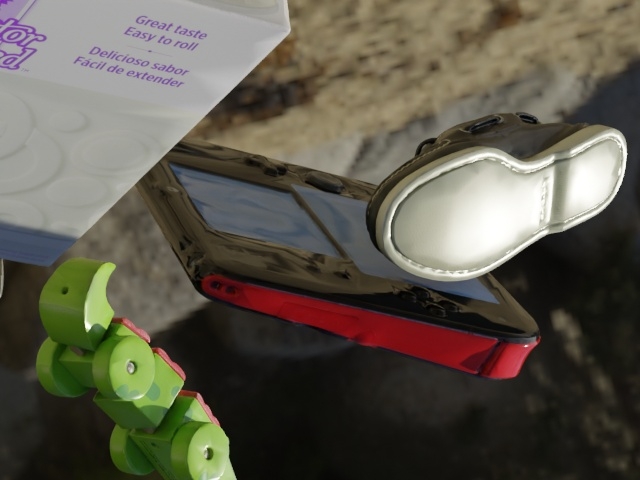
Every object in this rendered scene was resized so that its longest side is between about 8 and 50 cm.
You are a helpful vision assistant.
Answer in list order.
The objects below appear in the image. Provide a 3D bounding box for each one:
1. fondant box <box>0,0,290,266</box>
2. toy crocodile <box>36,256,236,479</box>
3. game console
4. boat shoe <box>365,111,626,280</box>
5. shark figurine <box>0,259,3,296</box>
[{"bbox_3d":[-0.206,-0.110,1.144,0.238,0.096,0.330,12,147,-31],"label":"fondant box"},{"bbox_3d":[-0.179,0.158,1.882,0.115,0.340,0.105,-1,-134,42],"label":"toy crocodile"},{"bbox_3d":[0.000,0.000,1.717,0.342,0.060,0.386,18,-165,-24],"label":"game console"},{"bbox_3d":[0.141,-0.055,1.700,0.113,0.127,0.340,24,-147,39],"label":"boat shoe"},{"bbox_3d":[-0.366,0.037,1.555,0.278,0.116,0.166,-1,162,15],"label":"shark figurine"}]
